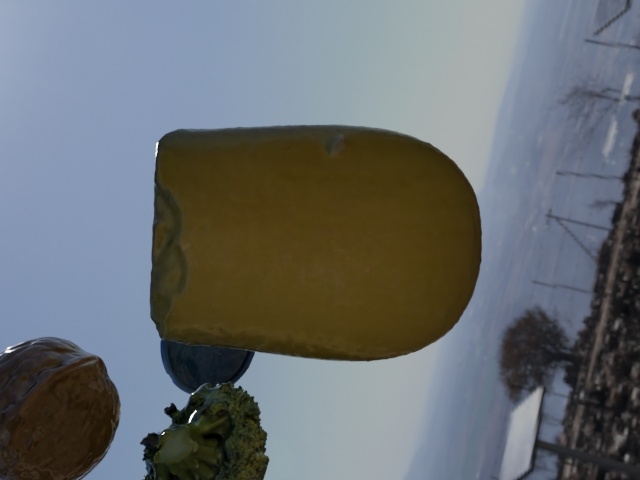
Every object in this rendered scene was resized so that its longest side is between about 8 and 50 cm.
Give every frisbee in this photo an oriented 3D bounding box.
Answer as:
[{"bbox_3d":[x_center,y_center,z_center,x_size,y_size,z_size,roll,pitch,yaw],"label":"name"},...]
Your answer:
[{"bbox_3d":[-0.238,0.209,1.813,0.242,0.045,0.242,-3,-85,-42],"label":"frisbee"}]

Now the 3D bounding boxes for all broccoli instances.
[{"bbox_3d":[-0.186,0.331,1.265,0.226,0.198,0.176,-17,-47,-25],"label":"broccoli"}]

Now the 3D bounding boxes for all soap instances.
[{"bbox_3d":[-0.001,0.000,1.103,0.115,0.427,0.306,148,126,-81],"label":"soap"}]

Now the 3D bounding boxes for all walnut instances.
[{"bbox_3d":[-0.404,0.252,1.255,0.228,0.228,0.228,14,-90,-81],"label":"walnut"}]
